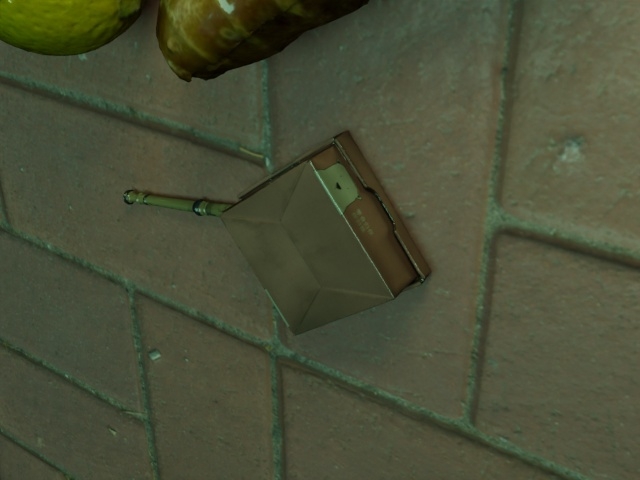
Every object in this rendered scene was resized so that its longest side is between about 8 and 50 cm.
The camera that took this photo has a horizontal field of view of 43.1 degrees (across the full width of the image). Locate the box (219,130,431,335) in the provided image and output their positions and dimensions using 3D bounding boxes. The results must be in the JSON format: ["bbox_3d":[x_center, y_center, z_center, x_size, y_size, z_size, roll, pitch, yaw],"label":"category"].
[{"bbox_3d":[0.000,0.000,1.053,0.215,0.086,0.215,-25,99,44],"label":"box"}]

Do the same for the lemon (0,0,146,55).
[{"bbox_3d":[-0.335,-0.354,0.996,0.267,0.267,0.267,19,126,29],"label":"lemon"}]

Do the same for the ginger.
[{"bbox_3d":[-0.040,-0.325,0.831,0.418,0.176,0.254,-25,92,42],"label":"ginger"}]

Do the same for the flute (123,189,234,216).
[{"bbox_3d":[-0.213,-0.054,1.232,0.233,0.027,0.027,9,121,34],"label":"flute"}]
